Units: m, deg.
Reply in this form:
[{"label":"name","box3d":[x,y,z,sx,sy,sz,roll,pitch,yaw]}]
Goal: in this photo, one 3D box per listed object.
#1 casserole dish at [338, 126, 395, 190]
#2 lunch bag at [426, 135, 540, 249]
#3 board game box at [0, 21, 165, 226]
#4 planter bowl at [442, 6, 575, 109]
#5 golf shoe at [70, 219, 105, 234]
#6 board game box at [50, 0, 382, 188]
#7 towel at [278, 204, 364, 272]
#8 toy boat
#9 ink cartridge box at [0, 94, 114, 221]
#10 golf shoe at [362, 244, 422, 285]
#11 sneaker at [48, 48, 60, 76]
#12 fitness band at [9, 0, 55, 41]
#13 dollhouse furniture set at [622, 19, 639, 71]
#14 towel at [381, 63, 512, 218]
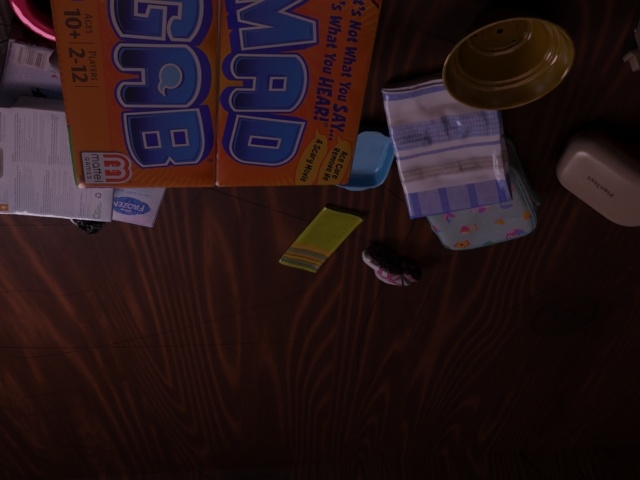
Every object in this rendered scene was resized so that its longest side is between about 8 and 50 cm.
[{"label":"casserole dish","box3d":[0.083,-0.165,1.767,0.114,0.037,0.188,1,148,-9]},{"label":"lunch bag","box3d":[0.323,-0.094,1.844,0.224,0.108,0.279,-18,146,16]},{"label":"board game box","box3d":[-0.403,-0.187,1.561,0.318,0.066,0.318,12,126,-23]},{"label":"planter bowl","box3d":[0.305,-0.321,1.501,0.217,0.090,0.217,-4,148,-2]},{"label":"golf shoe","box3d":[-0.493,-0.094,1.755,0.094,0.077,0.198,19,149,44]},{"label":"board game box","box3d":[-0.139,-0.317,1.149,0.356,0.356,0.357,-2,138,-9]},{"label":"towel","box3d":[0.000,0.000,2.029,0.102,0.021,0.237,12,144,-25]},{"label":"toy boat","box3d":[0.594,-0.140,1.784,0.231,0.151,0.151,39,146,11]},{"label":"ink cartridge box","box3d":[-0.456,-0.136,1.516,0.224,0.045,0.223,4,128,-15]},{"label":"golf shoe","box3d":[0.154,0.069,2.113,0.086,0.068,0.186,-28,141,34]},{"label":"sneaker","box3d":[-0.258,-0.260,1.408,0.292,0.108,0.169,30,118,-23]},{"label":"fitness band","box3d":[-0.323,-0.381,1.370,0.290,0.054,0.209,3,144,-13]},{"label":"dollhouse furniture set","box3d":[0.654,-0.434,1.421,0.303,0.174,0.355,-19,176,-1]},{"label":"towel","box3d":[0.238,-0.177,1.662,0.209,0.034,0.285,-10,120,10]}]
